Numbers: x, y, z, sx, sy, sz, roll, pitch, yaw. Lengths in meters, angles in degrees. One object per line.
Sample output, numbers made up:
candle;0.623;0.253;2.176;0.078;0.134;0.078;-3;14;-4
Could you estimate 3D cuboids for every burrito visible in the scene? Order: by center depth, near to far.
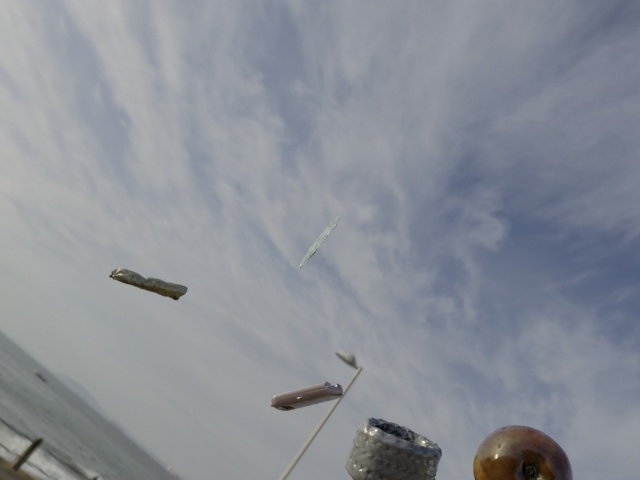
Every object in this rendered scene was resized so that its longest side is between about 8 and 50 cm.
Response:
burrito;-0.412;0.104;1.358;0.186;0.041;0.045;23;-1;-35

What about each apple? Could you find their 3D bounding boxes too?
apple;0.402;0.464;1.123;0.188;0.188;0.174;30;-18;20

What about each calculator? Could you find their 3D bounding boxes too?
calculator;-0.033;0.362;1.304;0.175;0.032;0.100;-16;-26;9

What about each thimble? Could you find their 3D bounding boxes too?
thimble;0.203;0.602;1.561;0.246;0.157;0.217;19;-1;20

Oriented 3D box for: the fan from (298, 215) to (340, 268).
fan;0.000;0.000;1.332;0.009;0.240;0.131;41;-60;-4
